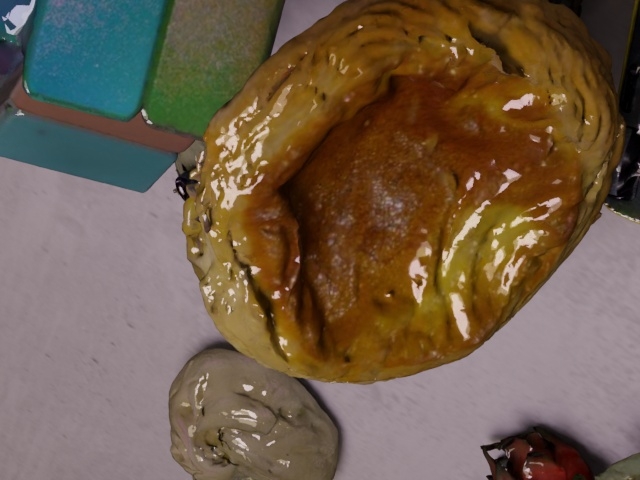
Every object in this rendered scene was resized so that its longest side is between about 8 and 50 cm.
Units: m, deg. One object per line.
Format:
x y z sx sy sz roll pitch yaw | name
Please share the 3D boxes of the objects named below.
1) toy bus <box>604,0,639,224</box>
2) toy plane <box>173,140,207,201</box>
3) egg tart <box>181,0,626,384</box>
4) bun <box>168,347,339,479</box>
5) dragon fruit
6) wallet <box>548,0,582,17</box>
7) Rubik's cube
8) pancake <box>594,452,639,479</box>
0.312 -0.162 0.916 0.145 0.151 0.331 15 129 18 | toy bus
-0.139 -0.104 1.262 0.108 0.092 0.286 15 137 52 | toy plane
0.056 -0.049 0.909 0.352 0.150 0.352 -12 130 -15 | egg tart
-0.092 0.244 1.472 0.237 0.116 0.210 45 133 -8 | bun
0.237 0.272 1.315 0.130 0.121 0.142 -22 87 32 | dragon fruit
0.127 -0.131 1.114 0.169 0.044 0.317 23 131 14 | wallet
-0.186 -0.229 0.982 0.387 0.368 0.358 42 146 -7 | Rubik's cube
0.348 0.312 1.259 0.253 0.037 0.253 -4 123 -6 | pancake
